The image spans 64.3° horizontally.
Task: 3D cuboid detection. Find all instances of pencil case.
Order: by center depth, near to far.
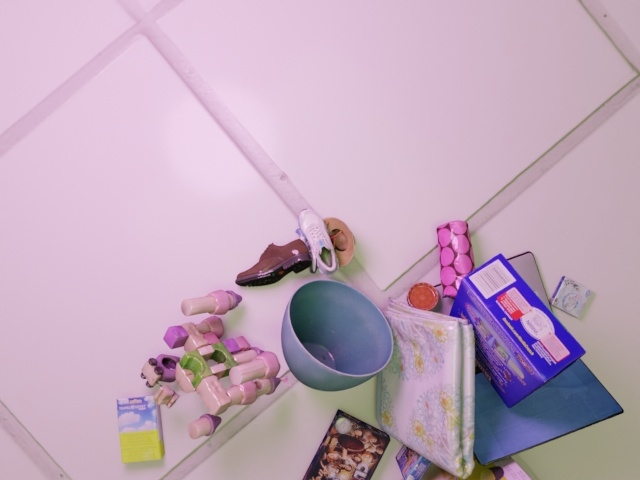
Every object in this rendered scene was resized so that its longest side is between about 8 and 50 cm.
[{"bbox_3d":[0.364,0.054,1.384,0.095,0.098,0.210,7,75,-33],"label":"pencil case"}]

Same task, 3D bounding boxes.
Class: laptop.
[{"bbox_3d":[0.490,0.286,1.337,0.381,0.236,0.408,-20,92,-2],"label":"laptop"}]

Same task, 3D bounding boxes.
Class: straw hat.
[{"bbox_3d":[0.059,-0.004,1.392,0.061,0.144,0.145,-15,93,-43],"label":"straw hat"}]

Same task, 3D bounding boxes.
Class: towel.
[{"bbox_3d":[0.255,0.354,1.289,0.090,0.320,0.375,-1,92,-24],"label":"towel"}]

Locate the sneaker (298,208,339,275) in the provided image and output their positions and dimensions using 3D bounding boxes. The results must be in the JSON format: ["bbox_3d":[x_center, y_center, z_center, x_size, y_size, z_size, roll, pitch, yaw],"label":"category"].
[{"bbox_3d":[0.000,0.000,1.338,0.071,0.083,0.191,-26,86,-4],"label":"sneaker"}]

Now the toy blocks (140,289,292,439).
[{"bbox_3d":[-0.248,0.319,1.338,0.288,0.260,0.309,46,116,25],"label":"toy blocks"}]

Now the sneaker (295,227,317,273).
[{"bbox_3d":[-0.039,0.026,1.405,0.057,0.052,0.136,-10,85,8],"label":"sneaker"}]

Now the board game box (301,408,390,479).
[{"bbox_3d":[0.068,0.621,1.425,0.164,0.042,0.244,27,91,-3],"label":"board game box"}]

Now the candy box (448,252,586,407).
[{"bbox_3d":[0.431,0.221,1.189,0.122,0.317,0.268,-29,64,-9],"label":"candy box"}]

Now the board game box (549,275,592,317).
[{"bbox_3d":[0.711,0.161,1.449,0.090,0.020,0.090,27,90,-2],"label":"board game box"}]

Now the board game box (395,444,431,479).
[{"bbox_3d":[0.283,0.546,1.386,0.035,0.136,0.201,33,91,-2],"label":"board game box"}]

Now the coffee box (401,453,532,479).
[{"bbox_3d":[0.422,0.766,1.297,0.334,0.337,0.338,-32,93,-1],"label":"coffee box"}]

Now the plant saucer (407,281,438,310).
[{"bbox_3d":[0.283,0.156,1.408,0.083,0.013,0.084,-3,64,7],"label":"plant saucer"}]

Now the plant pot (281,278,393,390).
[{"bbox_3d":[0.015,0.272,1.322,0.290,0.290,0.195,29,128,-3],"label":"plant pot"}]

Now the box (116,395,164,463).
[{"bbox_3d":[-0.494,0.512,1.399,0.108,0.042,0.179,-5,92,-3],"label":"box"}]

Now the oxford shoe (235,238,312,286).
[{"bbox_3d":[-0.134,0.061,1.384,0.227,0.083,0.096,-23,66,12],"label":"oxford shoe"}]
